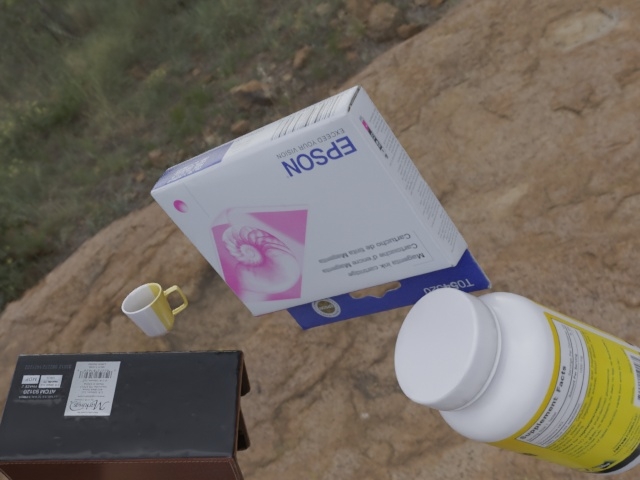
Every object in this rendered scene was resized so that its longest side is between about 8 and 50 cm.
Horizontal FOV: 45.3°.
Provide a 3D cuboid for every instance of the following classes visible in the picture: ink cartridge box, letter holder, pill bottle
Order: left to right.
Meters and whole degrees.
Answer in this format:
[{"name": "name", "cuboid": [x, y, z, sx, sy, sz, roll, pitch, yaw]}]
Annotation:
[{"name": "letter holder", "cuboid": [-0.249, 0.269, 1.052, 0.302, 0.214, 0.152, -1, 53, 2]}, {"name": "ink cartridge box", "cuboid": [0.000, 0.000, 0.978, 0.324, 0.330, 0.071, -18, 31, 36]}, {"name": "pill bottle", "cuboid": [0.265, 0.176, 0.975, 0.188, 0.334, 0.188, -39, 39, 41]}]

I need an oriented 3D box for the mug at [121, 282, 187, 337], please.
[{"name": "mug", "cuboid": [-0.235, 0.104, 1.097, 0.078, 0.064, 0.062, -11, 34, 23]}]
